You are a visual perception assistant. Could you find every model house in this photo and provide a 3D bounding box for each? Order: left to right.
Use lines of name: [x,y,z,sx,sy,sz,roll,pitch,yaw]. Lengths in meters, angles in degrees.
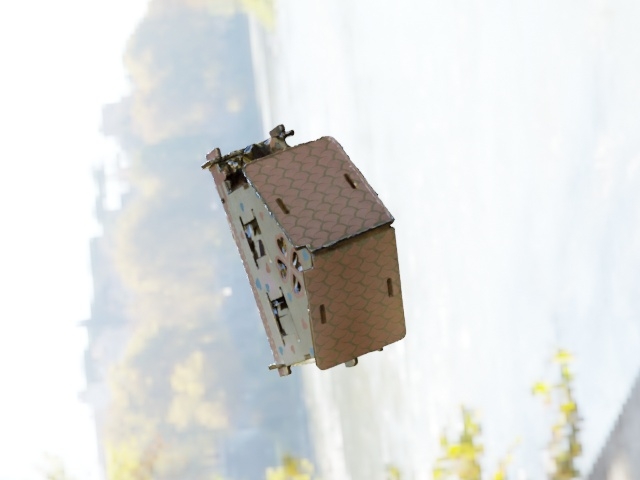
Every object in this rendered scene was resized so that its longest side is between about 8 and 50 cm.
model house: [0.000,0.000,2.028,0.326,0.169,0.244,71,160,3]
